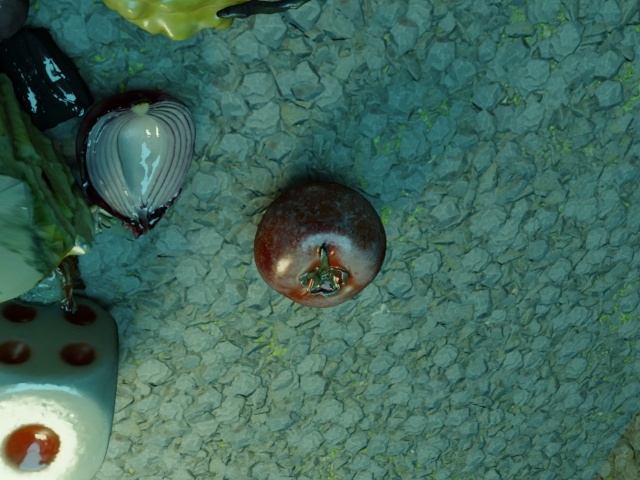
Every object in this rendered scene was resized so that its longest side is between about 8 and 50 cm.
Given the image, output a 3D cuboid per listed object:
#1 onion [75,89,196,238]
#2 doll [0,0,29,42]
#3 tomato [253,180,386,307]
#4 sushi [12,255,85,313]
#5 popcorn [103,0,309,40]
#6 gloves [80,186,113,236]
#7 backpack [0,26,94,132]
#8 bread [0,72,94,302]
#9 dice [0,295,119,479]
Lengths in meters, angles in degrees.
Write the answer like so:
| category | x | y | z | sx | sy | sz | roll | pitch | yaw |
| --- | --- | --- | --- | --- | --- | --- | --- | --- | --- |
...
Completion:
| category | x | y | z | sx | sy | sz | roll | pitch | yaw |
| --- | --- | --- | --- | --- | --- | --- | --- | --- | --- |
| onion | -0.352 | -0.142 | 1.254 | 0.227 | 0.120 | 0.283 | -13 | 124 | -39 |
| doll | -0.572 | -0.400 | 1.016 | 0.256 | 0.196 | 0.152 | 5 | 81 | -23 |
| tomato | 0.000 | 0.000 | 1.393 | 0.271 | 0.227 | 0.270 | -3 | 136 | -3 |
| sushi | -0.598 | 0.036 | 1.289 | 0.332 | 0.124 | 0.130 | 23 | 119 | -26 |
| popcorn | -0.169 | -0.453 | 1.015 | 0.382 | 0.349 | 0.348 | 31 | 109 | 9 |
| gloves | -0.480 | -0.047 | 1.296 | 0.144 | 0.094 | 0.110 | 5 | 127 | -41 |
| backpack | -0.471 | -0.279 | 1.164 | 0.120 | 0.106 | 0.165 | -16 | 107 | 17 |
| bread | -0.523 | -0.087 | 1.026 | 0.239 | 0.264 | 0.395 | -26 | 130 | -8 |
| dice | -0.555 | 0.304 | 1.343 | 0.277 | 0.304 | 0.304 | 6 | 116 | -19 |
